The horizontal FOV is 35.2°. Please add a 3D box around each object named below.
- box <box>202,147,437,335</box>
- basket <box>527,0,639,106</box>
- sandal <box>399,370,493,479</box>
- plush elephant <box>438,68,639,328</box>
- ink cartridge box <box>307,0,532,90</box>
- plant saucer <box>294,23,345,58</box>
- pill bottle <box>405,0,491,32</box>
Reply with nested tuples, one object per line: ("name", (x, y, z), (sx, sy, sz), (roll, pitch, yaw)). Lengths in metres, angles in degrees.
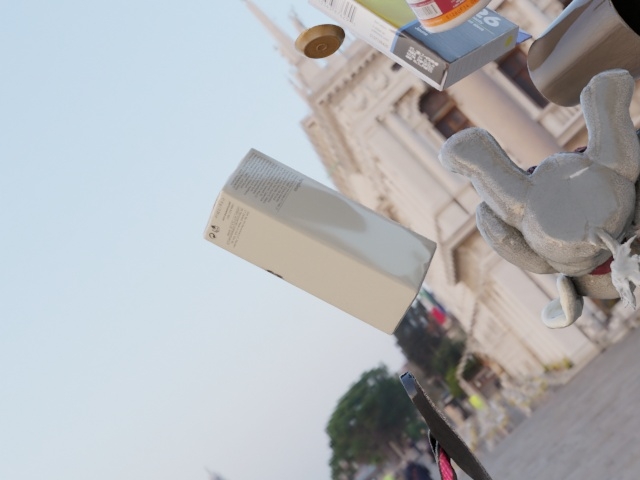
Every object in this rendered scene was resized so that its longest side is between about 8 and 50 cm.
("box", (0.000, 0.000, 1.281), (0.094, 0.275, 0.113), (-63, -2, 41))
("basket", (0.436, -0.304, 1.535), (0.227, 0.204, 0.154), (-33, 43, 59))
("sandal", (0.116, 0.197, 0.912), (0.040, 0.179, 0.067), (-37, 11, 1))
("plush elephant", (0.363, -0.023, 1.374), (0.271, 0.330, 0.255), (-28, -26, 7))
("ink cartridge box", (0.187, -0.411, 1.781), (0.307, 0.303, 0.072), (-35, -27, -39))
("plant saucer", (0.001, -0.310, 1.591), (0.083, 0.015, 0.083), (-12, -24, -5))
("pill bottle", (0.128, -0.388, 1.299), (0.121, 0.221, 0.121), (-31, 28, 18))
